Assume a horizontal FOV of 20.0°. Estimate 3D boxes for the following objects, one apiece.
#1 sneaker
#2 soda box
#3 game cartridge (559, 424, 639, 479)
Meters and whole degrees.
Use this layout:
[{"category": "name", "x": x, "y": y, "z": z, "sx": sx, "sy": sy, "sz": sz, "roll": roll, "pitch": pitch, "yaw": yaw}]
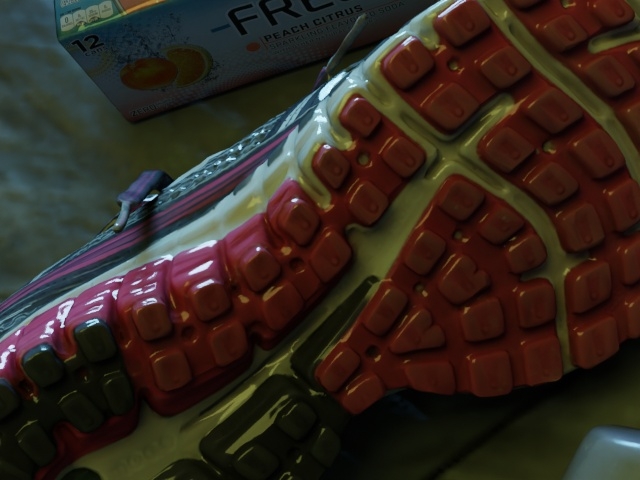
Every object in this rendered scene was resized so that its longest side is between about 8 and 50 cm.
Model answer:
[{"category": "sneaker", "x": 0.000, "y": 0.000, "z": 0.551, "sx": 0.299, "sy": 0.121, "sz": 0.112, "roll": -30, "pitch": 20, "yaw": -7}, {"category": "soda box", "x": -0.001, "y": -0.104, "z": 0.627, "sx": 0.183, "sy": 0.063, "sz": 0.058, "roll": -17, "pitch": 60, "yaw": 11}, {"category": "game cartridge", "x": 0.146, "y": 0.178, "z": 0.403, "sx": 0.297, "sy": 0.062, "sz": 0.198, "roll": 33, "pitch": 105, "yaw": 30}]
